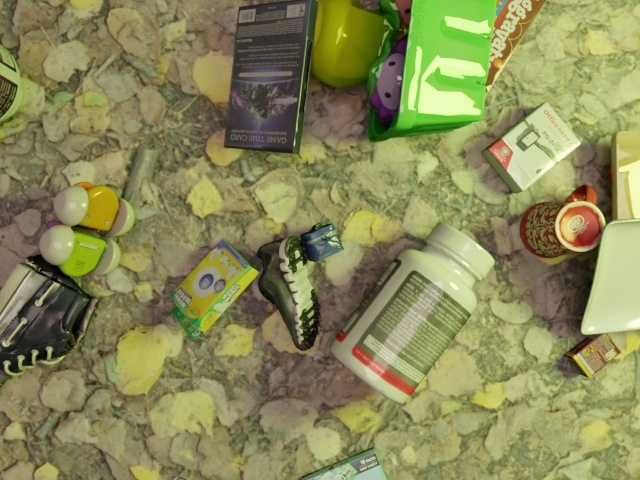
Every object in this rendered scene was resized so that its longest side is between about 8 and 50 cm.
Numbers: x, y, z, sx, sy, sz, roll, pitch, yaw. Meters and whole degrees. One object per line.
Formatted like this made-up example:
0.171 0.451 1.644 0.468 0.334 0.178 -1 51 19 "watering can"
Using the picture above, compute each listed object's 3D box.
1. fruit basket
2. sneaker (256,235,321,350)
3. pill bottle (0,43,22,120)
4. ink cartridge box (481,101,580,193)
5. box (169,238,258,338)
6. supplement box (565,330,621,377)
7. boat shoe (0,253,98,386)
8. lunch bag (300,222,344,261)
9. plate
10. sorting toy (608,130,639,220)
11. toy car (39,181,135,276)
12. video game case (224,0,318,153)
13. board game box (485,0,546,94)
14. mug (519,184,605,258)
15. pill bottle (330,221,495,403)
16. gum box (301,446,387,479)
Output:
0.107 -0.371 1.241 0.392 0.283 0.392 0 92 -8 "fruit basket"
-0.067 0.102 1.318 0.106 0.078 0.234 -1 110 32 "sneaker"
-0.653 -0.298 1.192 0.181 0.323 0.182 0 88 -1 "pill bottle"
0.413 -0.182 1.334 0.150 0.063 0.109 -40 89 -1 "ink cartridge box"
-0.214 0.094 1.304 0.179 0.043 0.105 -49 50 0 "box"
0.536 0.222 1.337 0.083 0.043 0.055 -37 89 -1 "supplement box"
-0.560 0.207 1.277 0.158 0.127 0.341 28 88 7 "boat shoe"
0.000 0.000 1.305 0.067 0.098 0.065 -24 93 -11 "lunch bag"
0.625 0.052 1.241 0.278 0.045 0.277 -6 129 -1 "plate"
0.686 -0.079 1.323 0.257 0.089 0.255 0 89 0 "sorting toy"
-0.459 -0.025 1.292 0.136 0.159 0.182 18 89 34 "toy car"
-0.098 -0.306 1.276 0.196 0.026 0.274 11 97 41 "video game case"
0.335 -0.428 1.358 0.145 0.027 0.281 32 88 -1 "board game box"
0.458 -0.041 1.279 0.113 0.169 0.150 9 89 0 "mug"
0.178 0.129 1.267 0.176 0.176 0.318 37 89 0 "pill bottle"
0.069 0.522 1.324 0.157 0.041 0.184 -22 88 -1 "gum box"
